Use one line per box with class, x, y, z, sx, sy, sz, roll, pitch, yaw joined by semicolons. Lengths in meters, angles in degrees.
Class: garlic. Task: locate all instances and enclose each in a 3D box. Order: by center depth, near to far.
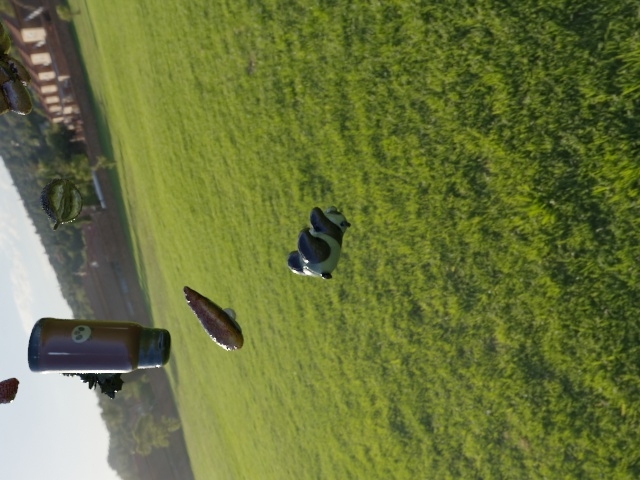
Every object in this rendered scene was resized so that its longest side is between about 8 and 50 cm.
garlic;-0.420;0.342;2.239;0.083;0.053;0.041;37;-175;20

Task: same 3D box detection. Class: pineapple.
pineapple;-0.913;0.521;1.901;0.277;0.130;0.119;18;117;11

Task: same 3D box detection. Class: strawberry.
strawberry;-1.094;0.522;1.681;0.083;0.096;0.083;33;160;14

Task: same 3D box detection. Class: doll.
doll;-0.827;-0.457;1.210;0.156;0.201;0.303;-45;77;32
doll;-0.001;0.002;1.384;0.135;0.234;0.143;25;143;-8

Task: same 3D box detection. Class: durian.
durian;-0.926;-0.127;1.697;0.091;0.148;0.188;-1;79;21

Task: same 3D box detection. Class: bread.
bread;-0.348;0.255;1.557;0.269;0.095;0.139;37;164;10

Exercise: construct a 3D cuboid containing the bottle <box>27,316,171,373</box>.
bottle;-0.570;0.282;1.278;0.144;0.336;0.144;-175;90;-77
